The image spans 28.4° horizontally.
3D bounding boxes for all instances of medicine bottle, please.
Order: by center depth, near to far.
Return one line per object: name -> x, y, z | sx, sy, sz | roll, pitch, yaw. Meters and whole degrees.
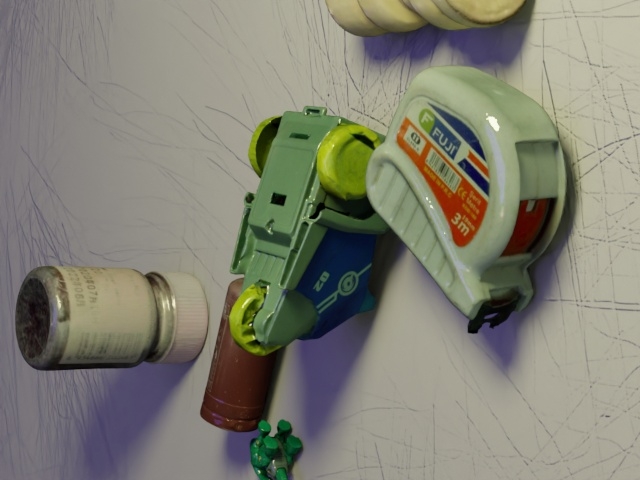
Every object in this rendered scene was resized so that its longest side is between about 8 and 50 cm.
medicine bottle -> -0.330, 0.123, 2.008 | 0.165, 0.273, 0.165 | -4, 85, 52

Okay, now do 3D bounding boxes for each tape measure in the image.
tape measure -> 0.177, -0.063, 1.459 | 0.243, 0.125, 0.246 | 50, 130, 34

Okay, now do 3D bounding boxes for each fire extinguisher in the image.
fire extinguisher -> -0.104, 0.141, 1.844 | 0.105, 0.104, 0.269 | 32, 112, 50

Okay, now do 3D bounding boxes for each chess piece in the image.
chess piece -> 0.108, -0.327, 1.552 | 0.299, 0.167, 0.167 | 1, 88, 58

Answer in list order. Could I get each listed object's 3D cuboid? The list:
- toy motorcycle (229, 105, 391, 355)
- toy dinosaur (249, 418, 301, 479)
toy motorcycle -> 0.000, 0.000, 1.652 | 0.191, 0.199, 0.327 | 15, 89, 53
toy dinosaur -> -0.069, 0.318, 1.831 | 0.132, 0.059, 0.096 | -118, 37, -46
